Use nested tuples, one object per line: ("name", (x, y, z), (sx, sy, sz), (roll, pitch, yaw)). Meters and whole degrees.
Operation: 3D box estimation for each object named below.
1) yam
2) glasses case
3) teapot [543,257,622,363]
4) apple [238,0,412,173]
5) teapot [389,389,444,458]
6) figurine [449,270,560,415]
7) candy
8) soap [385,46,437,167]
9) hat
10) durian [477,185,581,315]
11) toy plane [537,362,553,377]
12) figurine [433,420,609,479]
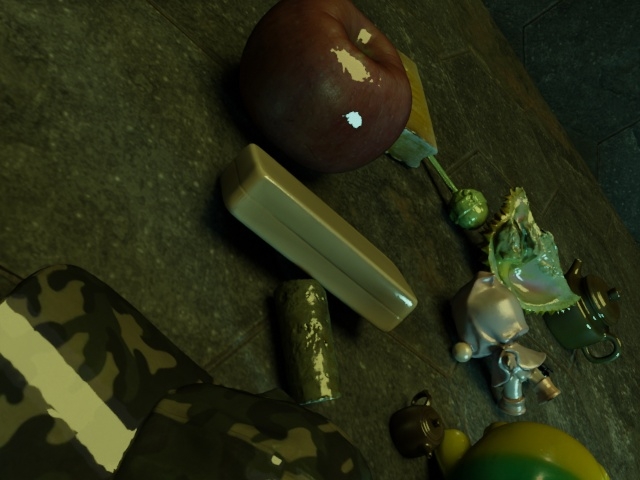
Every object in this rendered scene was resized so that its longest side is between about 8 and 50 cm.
("yam", (-0.017, 0.140, 0.907), (0.078, 0.078, 0.179), (18, 50, -44))
("glasses case", (0.000, 0.000, 0.996), (0.336, 0.076, 0.144), (40, 12, -25))
("teapot", (0.678, 0.177, 1.681), (0.186, 0.175, 0.267), (3, 62, -49))
("apple", (0.005, -0.258, 1.112), (0.306, 0.235, 0.305), (33, 38, -30))
("teapot", (0.156, 0.281, 1.018), (0.076, 0.068, 0.121), (41, 37, -24))
("figurine", (0.346, 0.194, 1.273), (0.200, 0.133, 0.275), (-20, 79, -35))
("candy", (0.274, -0.167, 1.547), (0.335, 0.093, 0.092), (56, -11, 13))
("soap", (0.163, -0.311, 1.488), (0.174, 0.089, 0.274), (22, 48, -37))
("hat", (-0.126, 0.186, 0.629), (0.381, 0.258, 0.366), (65, 26, -26))
("durian", (0.447, 0.037, 1.495), (0.172, 0.167, 0.306), (-26, 97, -53))
("toy plane", (0.417, 0.248, 1.394), (0.197, 0.053, 0.078), (39, 2, -19))
("figurine", (0.287, 0.394, 0.946), (0.340, 0.324, 0.231), (-41, 142, -52))
